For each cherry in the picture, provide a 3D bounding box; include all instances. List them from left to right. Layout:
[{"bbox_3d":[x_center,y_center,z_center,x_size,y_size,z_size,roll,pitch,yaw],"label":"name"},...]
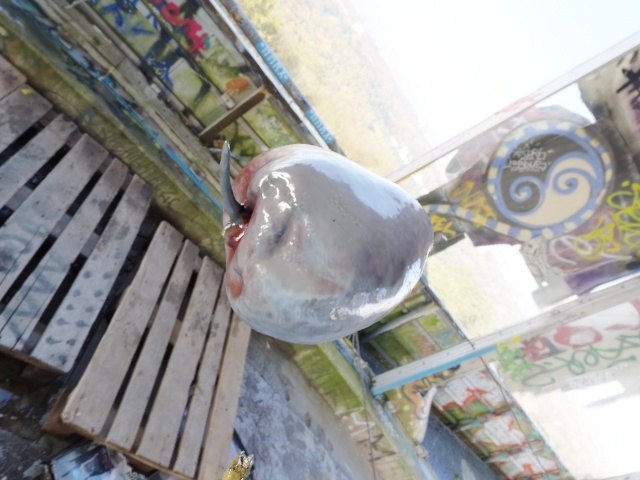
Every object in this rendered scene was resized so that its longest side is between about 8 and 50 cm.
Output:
[{"bbox_3d":[0.001,0.008,0.629,0.335,0.291,0.326,24,35,-3],"label":"cherry"}]

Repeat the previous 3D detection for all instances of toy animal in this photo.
[{"bbox_3d":[-0.219,0.579,0.925,0.054,0.275,0.149,31,34,-2],"label":"toy animal"}]
